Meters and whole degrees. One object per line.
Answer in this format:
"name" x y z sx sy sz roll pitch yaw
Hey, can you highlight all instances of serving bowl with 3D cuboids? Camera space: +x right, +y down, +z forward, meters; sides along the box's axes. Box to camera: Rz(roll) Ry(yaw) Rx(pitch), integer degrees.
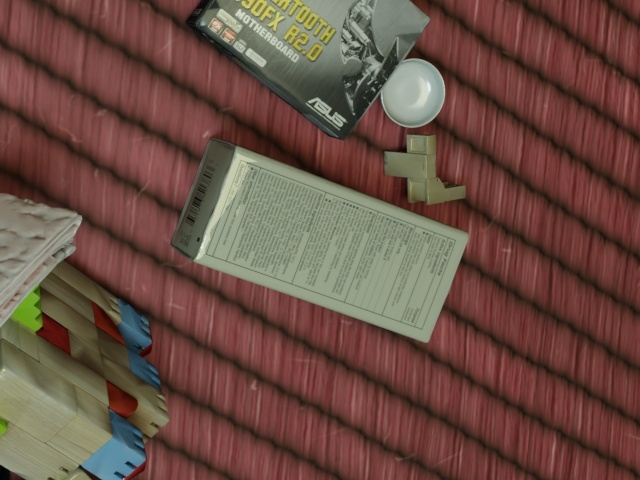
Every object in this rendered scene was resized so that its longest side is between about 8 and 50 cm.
"serving bowl" 0.108 -0.179 2.012 0.083 0.027 0.083 -3 100 -18

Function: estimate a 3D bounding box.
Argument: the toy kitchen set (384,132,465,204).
"toy kitchen set" 0.127 -0.091 2.030 0.075 0.068 0.083 -11 103 -46

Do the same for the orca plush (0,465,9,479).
"orca plush" -0.418 0.253 1.861 0.151 0.102 0.287 -1 99 -19

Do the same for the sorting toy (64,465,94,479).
"sorting toy" -0.318 0.392 1.887 0.257 0.089 0.255 -43 132 -8

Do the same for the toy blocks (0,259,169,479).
"toy blocks" -0.278 0.142 1.785 0.191 0.381 0.261 -42 123 15

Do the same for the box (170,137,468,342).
"box" 0.000 0.000 1.954 0.311 0.121 0.148 21 91 -21

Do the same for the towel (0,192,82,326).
"towel" -0.446 0.032 1.617 0.332 0.317 0.053 13 125 19

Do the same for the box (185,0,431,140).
"box" -0.013 -0.256 1.944 0.231 0.056 0.183 38 86 -21
